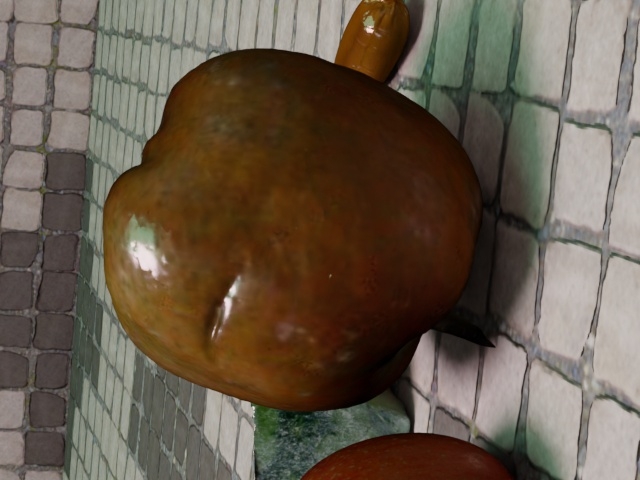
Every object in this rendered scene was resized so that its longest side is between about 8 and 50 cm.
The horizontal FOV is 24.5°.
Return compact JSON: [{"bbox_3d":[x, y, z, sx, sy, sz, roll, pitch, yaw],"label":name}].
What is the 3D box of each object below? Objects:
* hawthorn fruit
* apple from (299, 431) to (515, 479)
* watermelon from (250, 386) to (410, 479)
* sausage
[{"bbox_3d":[0.000,0.000,1.104,0.268,0.301,0.268,22,-90,-79],"label":"hawthorn fruit"},{"bbox_3d":[0.057,0.220,1.021,0.181,0.168,0.181,180,90,-77],"label":"apple"},{"bbox_3d":[-0.009,0.139,1.336,0.257,0.139,0.193,-113,25,-72],"label":"watermelon"},{"bbox_3d":[0.040,-0.164,1.319,0.062,0.054,0.183,-60,-1,-33],"label":"sausage"}]
